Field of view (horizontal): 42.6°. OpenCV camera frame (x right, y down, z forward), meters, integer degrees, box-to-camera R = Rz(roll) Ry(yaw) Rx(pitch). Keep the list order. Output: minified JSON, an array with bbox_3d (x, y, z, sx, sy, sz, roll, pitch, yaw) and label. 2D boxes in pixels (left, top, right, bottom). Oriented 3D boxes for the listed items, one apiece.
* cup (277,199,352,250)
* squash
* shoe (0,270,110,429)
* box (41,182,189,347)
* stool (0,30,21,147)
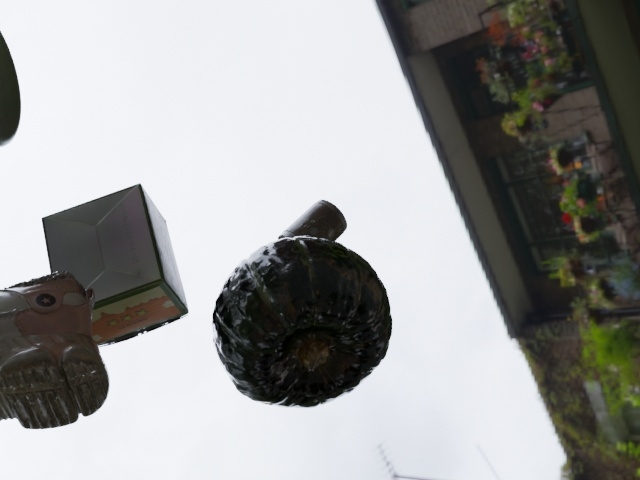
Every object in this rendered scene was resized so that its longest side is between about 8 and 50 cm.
[{"bbox_3d":[0.000,-0.004,1.336,0.102,0.074,0.099,42,-111,9],"label":"cup"},{"bbox_3d":[-0.027,0.116,1.135,0.252,0.165,0.252,-10,-60,-17],"label":"squash"},{"bbox_3d":[-0.463,0.156,1.107,0.351,0.172,0.198,-2,-138,-12],"label":"shoe"},{"bbox_3d":[-0.336,0.044,1.355,0.148,0.177,0.195,73,177,-60],"label":"box"},{"bbox_3d":[-0.532,-0.210,1.096,0.195,0.198,0.195,80,-177,-59],"label":"stool"}]
